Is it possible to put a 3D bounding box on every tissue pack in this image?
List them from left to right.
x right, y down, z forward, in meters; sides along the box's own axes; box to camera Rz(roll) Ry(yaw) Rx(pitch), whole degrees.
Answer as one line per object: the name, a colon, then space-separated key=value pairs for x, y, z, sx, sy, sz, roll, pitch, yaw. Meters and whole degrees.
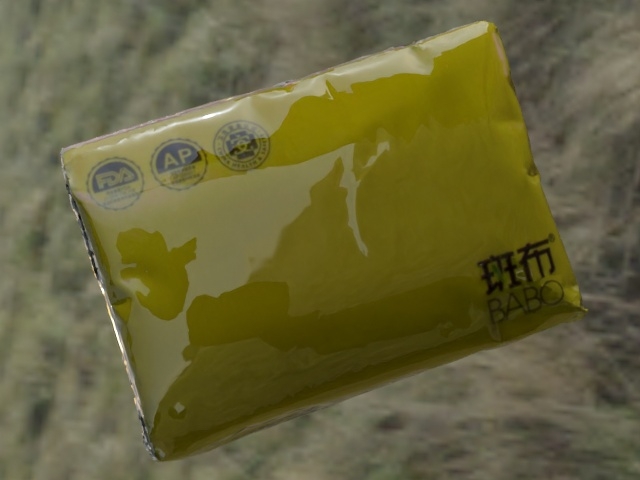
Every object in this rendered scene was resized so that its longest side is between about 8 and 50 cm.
tissue pack: x=0.000 y=0.000 z=0.620 sx=0.082 sy=0.169 sz=0.120 roll=167 pitch=86 yaw=-80
